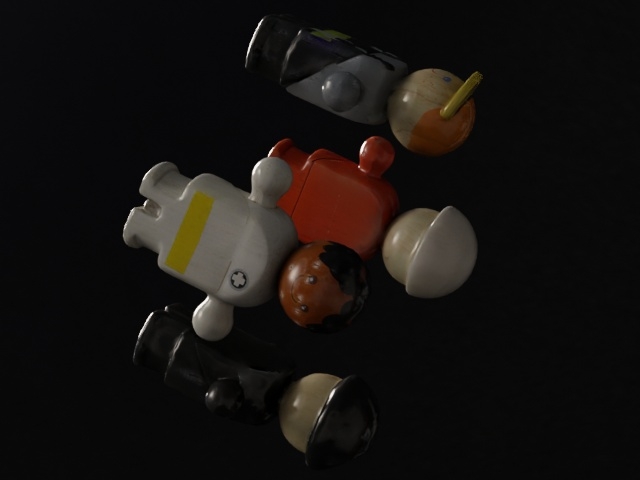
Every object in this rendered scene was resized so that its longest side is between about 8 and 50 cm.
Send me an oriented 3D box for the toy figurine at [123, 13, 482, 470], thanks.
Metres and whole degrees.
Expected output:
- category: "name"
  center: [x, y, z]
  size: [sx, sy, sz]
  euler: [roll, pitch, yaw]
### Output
- category: "toy figurine"
  center: [0.000, 0.000, 1.060]
  size: [0.148, 0.209, 0.213]
  euler: [26, -123, 15]
